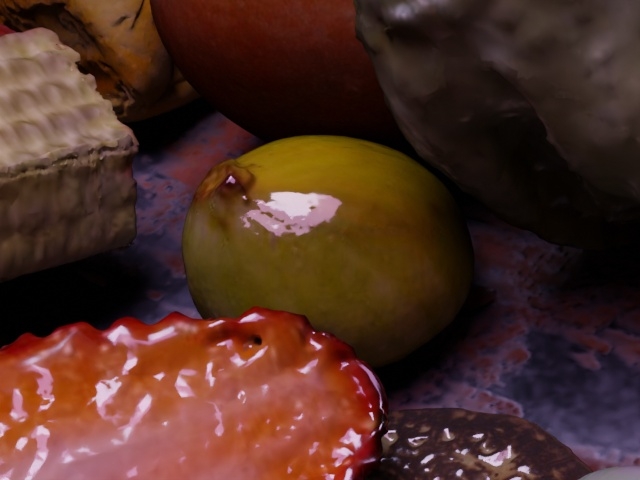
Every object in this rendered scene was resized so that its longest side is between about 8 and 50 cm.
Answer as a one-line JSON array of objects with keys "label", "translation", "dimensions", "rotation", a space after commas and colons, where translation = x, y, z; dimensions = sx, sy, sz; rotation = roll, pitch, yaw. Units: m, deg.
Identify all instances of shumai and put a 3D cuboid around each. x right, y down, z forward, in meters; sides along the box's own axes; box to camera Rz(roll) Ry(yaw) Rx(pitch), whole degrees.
[{"label": "shumai", "translation": [0.218, -0.123, 0.719], "dimensions": [0.330, 0.292, 0.288], "rotation": [-49, 28, -19]}]

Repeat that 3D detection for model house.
[{"label": "model house", "translation": [-0.232, -0.037, 0.893], "dimensions": [0.196, 0.160, 0.254], "rotation": [-16, 32, -39]}]

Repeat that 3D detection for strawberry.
[{"label": "strawberry", "translation": [-0.081, 0.129, 0.733], "dimensions": [0.236, 0.111, 0.190], "rotation": [-26, 69, -22]}]

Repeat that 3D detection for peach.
[{"label": "peach", "translation": [0.034, -0.161, 0.905], "dimensions": [0.252, 0.252, 0.252], "rotation": [-12, 41, 11]}]

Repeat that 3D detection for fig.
[{"label": "fig", "translation": [0.004, 0.009, 0.823], "dimensions": [0.153, 0.121, 0.136], "rotation": [-13, 29, -27]}]

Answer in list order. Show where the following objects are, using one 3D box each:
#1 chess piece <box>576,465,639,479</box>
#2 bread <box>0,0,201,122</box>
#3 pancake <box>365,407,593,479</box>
[{"label": "chess piece", "translation": [0.209, 0.099, 0.647], "dimensions": [0.139, 0.139, 0.271], "rotation": [24, 45, 40]}, {"label": "bread", "translation": [-0.081, -0.203, 1.075], "dimensions": [0.167, 0.132, 0.294], "rotation": [19, 56, 38]}, {"label": "pancake", "translation": [0.049, 0.152, 0.718], "dimensions": [0.184, 0.020, 0.190], "rotation": [11, 49, 31]}]
